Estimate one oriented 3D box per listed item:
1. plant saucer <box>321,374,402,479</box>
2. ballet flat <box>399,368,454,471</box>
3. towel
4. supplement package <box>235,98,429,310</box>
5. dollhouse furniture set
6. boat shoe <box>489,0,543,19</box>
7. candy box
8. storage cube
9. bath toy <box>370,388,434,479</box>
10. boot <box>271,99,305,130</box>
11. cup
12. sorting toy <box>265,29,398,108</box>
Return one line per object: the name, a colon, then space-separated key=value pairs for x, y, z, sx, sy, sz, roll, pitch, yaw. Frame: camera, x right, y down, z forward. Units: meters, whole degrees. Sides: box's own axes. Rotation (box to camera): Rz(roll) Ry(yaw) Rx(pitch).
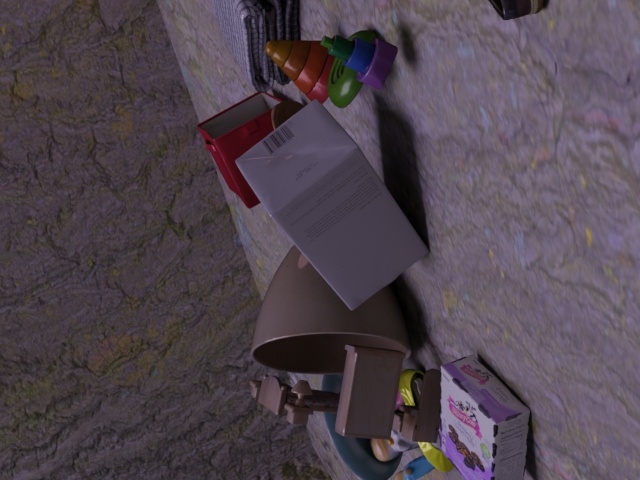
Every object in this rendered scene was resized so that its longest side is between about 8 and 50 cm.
plant saucer: x=0.116 y=0.424 z=2.070 sx=0.317 sy=0.043 sz=0.318 roll=38 pitch=-143 yaw=-37
ballet flat: x=0.232 y=0.377 z=1.804 sx=0.231 sy=0.077 sz=0.077 roll=66 pitch=152 yaw=12
towel: x=-0.135 y=-0.471 z=1.722 sx=0.284 sy=0.121 sz=0.235 roll=90 pitch=156 yaw=-65
supplement package: x=0.023 y=-0.055 z=1.448 sx=0.293 sy=0.177 sz=0.175 roll=52 pitch=-178 yaw=-43
dollhouse furniture set: x=0.052 y=0.292 z=1.810 sx=0.355 sy=0.303 sz=0.174 roll=-174 pitch=94 yaw=-68
boat shoe: x=0.172 y=-0.288 z=0.877 sx=0.056 sy=0.049 sz=0.152 roll=87 pitch=157 yaw=-59
candy box: x=0.271 y=0.320 z=1.437 sx=0.165 sy=0.070 sz=0.196 roll=-133 pitch=32 yaw=-53
storage cube: x=-0.154 y=-0.222 z=2.047 sx=0.193 sy=0.215 sz=0.183 roll=65 pitch=169 yaw=-26
bath toy: x=0.162 y=0.387 z=1.993 sx=0.348 sy=0.151 sz=0.129 roll=68 pitch=-168 yaw=16
boot: x=-0.024 y=-0.161 z=1.867 sx=0.262 sy=0.095 sz=0.203 roll=55 pitch=165 yaw=29
cup: x=0.019 y=0.129 z=1.793 sx=0.331 sy=0.331 sz=0.237 roll=97 pitch=172 yaw=-67
sorting toy: x=-0.002 y=-0.288 z=1.340 sx=0.127 sy=0.126 sz=0.365 roll=-69 pitch=18 yaw=3
